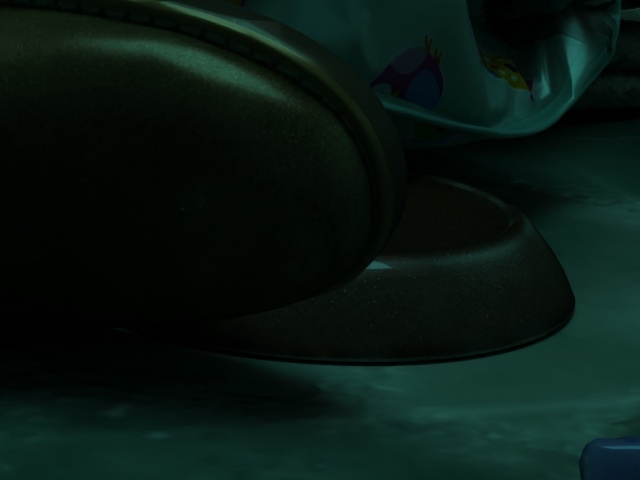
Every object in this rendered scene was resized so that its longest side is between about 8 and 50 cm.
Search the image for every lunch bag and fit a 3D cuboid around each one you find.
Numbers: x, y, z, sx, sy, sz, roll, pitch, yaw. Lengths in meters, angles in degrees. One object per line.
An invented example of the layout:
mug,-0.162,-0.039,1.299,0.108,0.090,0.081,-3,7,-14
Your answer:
lunch bag,-0.034,-0.104,0.674,0.223,0.160,0.262,-3,-5,39

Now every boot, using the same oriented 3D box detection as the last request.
boot,-0.132,-0.003,0.449,0.305,0.112,0.115,3,33,14

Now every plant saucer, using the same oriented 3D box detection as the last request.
plant saucer,0.000,0.000,0.563,0.168,0.029,0.168,4,14,-1

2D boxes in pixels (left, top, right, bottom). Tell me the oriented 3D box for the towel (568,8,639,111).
towel,0.118,-0.107,0.966,0.282,0.049,0.187,-7,19,-40

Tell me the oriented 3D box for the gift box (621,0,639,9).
gift box,0.076,-0.238,0.871,0.276,0.255,0.258,6,15,29

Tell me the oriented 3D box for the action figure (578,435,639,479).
action figure,0.223,-0.016,0.369,0.341,0.179,0.330,-3,3,7
